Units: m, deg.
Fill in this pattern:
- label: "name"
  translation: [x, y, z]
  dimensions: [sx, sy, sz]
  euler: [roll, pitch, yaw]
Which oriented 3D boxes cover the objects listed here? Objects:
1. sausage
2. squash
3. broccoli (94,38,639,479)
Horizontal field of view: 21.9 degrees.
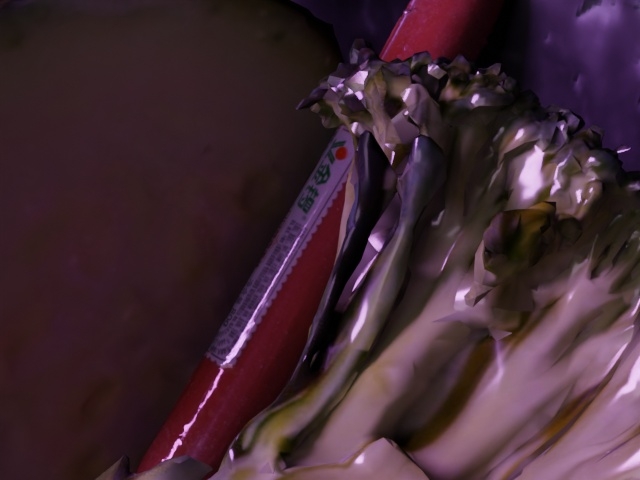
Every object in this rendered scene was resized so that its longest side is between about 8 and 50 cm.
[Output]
- label: "sausage"
  translation: [0.000, 0.000, 0.580]
  dimensions: [0.034, 0.034, 0.253]
  euler: [25, 83, 45]
- label: "squash"
  translation: [-0.185, -0.020, 0.695]
  dimensions: [0.384, 0.263, 0.263]
  euler: [22, 111, 46]
- label: "broccoli"
  translation: [-0.008, 0.129, 0.441]
  dimensions: [0.252, 0.361, 0.221]
  euler: [52, 158, -10]
